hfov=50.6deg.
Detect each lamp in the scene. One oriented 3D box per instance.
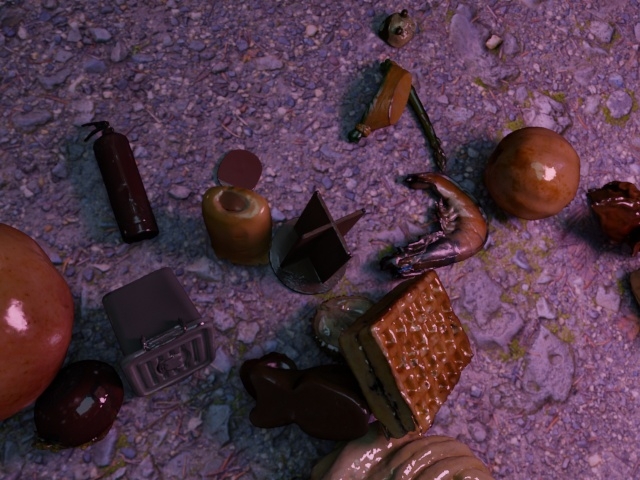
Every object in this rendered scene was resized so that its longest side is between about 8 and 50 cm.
[{"bbox_3d":[-0.407,0.285,1.163,0.157,0.156,0.135,-28,123,12],"label":"lamp"}]

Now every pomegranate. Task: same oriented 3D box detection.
[{"bbox_3d":[-0.548,0.127,1.095,0.339,0.338,0.337,4,73,-12],"label":"pomegranate"},{"bbox_3d":[0.456,-0.145,1.451,0.207,0.207,0.207,4,73,-12],"label":"pomegranate"}]

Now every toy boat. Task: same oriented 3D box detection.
[{"bbox_3d":[0.135,-0.310,1.496,0.088,0.089,0.229,11,65,30],"label":"toy boat"}]

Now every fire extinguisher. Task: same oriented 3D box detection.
[{"bbox_3d":[-0.397,-0.123,1.322,0.089,0.072,0.267,-25,78,18],"label":"fire extinguisher"}]

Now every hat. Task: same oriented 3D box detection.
[{"bbox_3d":[0.184,-0.495,1.569,0.076,0.059,0.077,41,65,-4],"label":"hat"}]

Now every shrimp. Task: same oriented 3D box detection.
[{"bbox_3d":[0.222,-0.038,1.440,0.291,0.054,0.222,-26,82,-22],"label":"shrimp"}]

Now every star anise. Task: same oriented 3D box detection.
[{"bbox_3d":[0.736,-0.063,1.507,0.347,0.148,0.237,-12,45,-15],"label":"star anise"}]

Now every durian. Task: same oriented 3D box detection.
[{"bbox_3d":[0.064,0.194,1.312,0.148,0.091,0.188,-32,61,-27],"label":"durian"}]

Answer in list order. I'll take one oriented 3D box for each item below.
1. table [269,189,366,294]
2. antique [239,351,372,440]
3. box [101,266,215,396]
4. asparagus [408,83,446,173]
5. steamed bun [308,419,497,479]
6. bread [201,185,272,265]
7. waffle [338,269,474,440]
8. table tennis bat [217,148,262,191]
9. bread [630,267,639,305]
[{"bbox_3d":[0.000,0.000,1.287,0.167,0.226,0.166,3,74,-12],"label":"table"},{"bbox_3d":[-0.025,0.271,1.233,0.257,0.143,0.121,6,107,13],"label":"antique"},{"bbox_3d":[-0.283,0.159,1.178,0.163,0.243,0.135,-26,70,-18],"label":"box"},{"bbox_3d":[0.238,-0.258,1.524,0.034,0.027,0.235,-12,76,-45],"label":"asparagus"},{"bbox_3d":[0.147,0.483,1.179,0.373,0.230,0.324,30,73,-5],"label":"steamed bun"},{"bbox_3d":[-0.159,-0.025,1.284,0.134,0.173,0.085,13,61,11],"label":"bread"},{"bbox_3d":[0.168,0.198,1.242,0.308,0.091,0.212,-32,98,-55],"label":"waffle"},{"bbox_3d":[-0.177,-0.119,1.398,0.087,0.013,0.156,24,68,-7],"label":"table tennis bat"},{"bbox_3d":[0.780,0.153,1.465,0.106,0.140,0.236,-19,79,-14],"label":"bread"}]
